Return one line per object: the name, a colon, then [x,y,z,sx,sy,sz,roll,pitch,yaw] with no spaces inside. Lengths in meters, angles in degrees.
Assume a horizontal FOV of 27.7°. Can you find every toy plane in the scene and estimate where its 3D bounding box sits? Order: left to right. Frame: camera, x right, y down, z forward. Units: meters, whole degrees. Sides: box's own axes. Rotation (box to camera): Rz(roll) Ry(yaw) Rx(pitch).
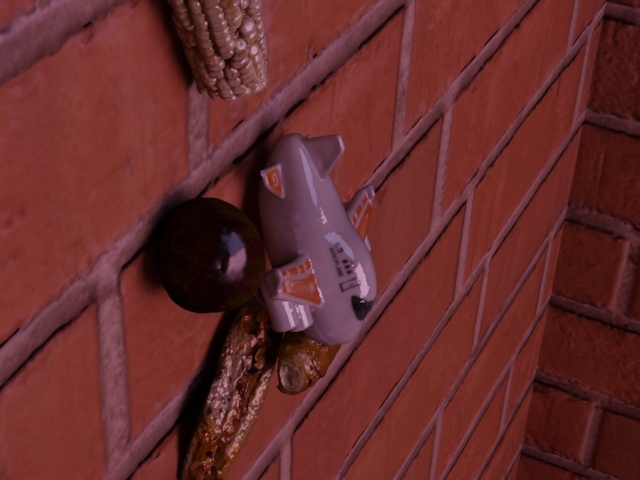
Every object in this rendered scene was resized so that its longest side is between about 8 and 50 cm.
toy plane: [0.000,0.000,1.404,0.244,0.117,0.245,20,67,-59]

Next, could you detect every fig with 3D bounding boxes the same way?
fig: [-0.096,0.021,1.267,0.109,0.103,0.154,-50,153,8]

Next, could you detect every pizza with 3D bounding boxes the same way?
pizza: [-0.093,0.165,1.469,0.134,0.056,0.271,78,34,-69]

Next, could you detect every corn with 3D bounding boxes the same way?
corn: [-0.089,-0.189,1.132,0.087,0.087,0.211,-59,158,-29]

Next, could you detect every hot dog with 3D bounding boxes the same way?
hot dog: [0.006,0.082,1.560,0.289,0.068,0.083,-64,165,-56]
